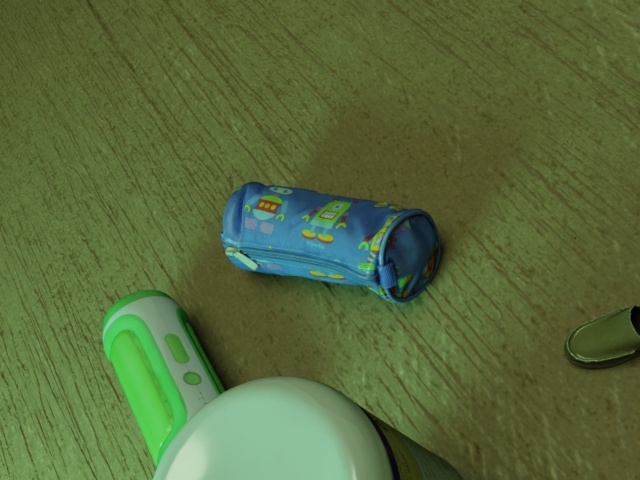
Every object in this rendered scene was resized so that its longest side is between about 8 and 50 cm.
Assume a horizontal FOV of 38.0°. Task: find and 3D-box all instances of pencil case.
[{"bbox_3d":[0.000,0.000,1.201,0.306,0.119,0.133,11,41,39],"label":"pencil case"}]

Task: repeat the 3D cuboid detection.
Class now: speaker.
[{"bbox_3d":[-0.190,0.199,1.213,0.131,0.131,0.296,-42,48,6],"label":"speaker"}]

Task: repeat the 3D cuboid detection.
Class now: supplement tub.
[{"bbox_3d":[0.022,0.287,0.875,0.241,0.331,0.241,-16,56,25],"label":"supplement tub"}]

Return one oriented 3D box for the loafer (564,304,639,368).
[{"bbox_3d":[0.324,0.094,0.972,0.148,0.050,0.056,-20,54,24],"label":"loafer"}]
